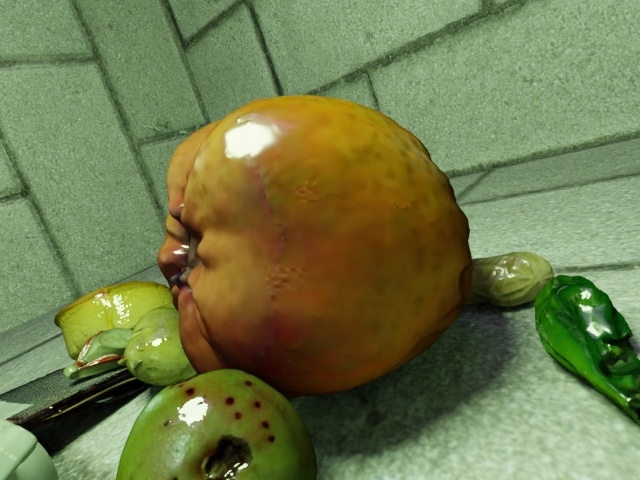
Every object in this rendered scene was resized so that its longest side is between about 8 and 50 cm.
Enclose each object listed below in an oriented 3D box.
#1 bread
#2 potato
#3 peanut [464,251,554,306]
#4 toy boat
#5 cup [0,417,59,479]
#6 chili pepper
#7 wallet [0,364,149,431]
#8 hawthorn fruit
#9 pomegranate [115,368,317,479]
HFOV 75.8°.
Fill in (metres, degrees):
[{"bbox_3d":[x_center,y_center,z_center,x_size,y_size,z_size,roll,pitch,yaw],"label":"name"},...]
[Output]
[{"bbox_3d":[-0.479,0.192,0.994,0.270,0.147,0.269,-23,-18,-8],"label":"bread"},{"bbox_3d":[-0.296,0.206,0.844,0.143,0.170,0.248,-61,9,4],"label":"potato"},{"bbox_3d":[0.291,0.072,0.703,0.194,0.083,0.093,-16,46,36],"label":"peanut"},{"bbox_3d":[-0.419,0.221,0.820,0.071,0.089,0.185,-57,-13,8],"label":"toy boat"},{"bbox_3d":[-0.390,0.295,0.391,0.258,0.186,0.234,-44,14,13],"label":"cup"},{"bbox_3d":[0.316,0.113,0.481,0.099,0.083,0.253,-7,17,12],"label":"chili pepper"},{"bbox_3d":[-0.493,0.300,0.790,0.221,0.071,0.262,-8,-2,28],"label":"wallet"},{"bbox_3d":[0.000,0.000,0.613,0.473,0.470,0.471,-18,12,4],"label":"hawthorn fruit"},{"bbox_3d":[-0.093,0.233,0.403,0.180,0.210,0.179,-6,42,5],"label":"pomegranate"}]
